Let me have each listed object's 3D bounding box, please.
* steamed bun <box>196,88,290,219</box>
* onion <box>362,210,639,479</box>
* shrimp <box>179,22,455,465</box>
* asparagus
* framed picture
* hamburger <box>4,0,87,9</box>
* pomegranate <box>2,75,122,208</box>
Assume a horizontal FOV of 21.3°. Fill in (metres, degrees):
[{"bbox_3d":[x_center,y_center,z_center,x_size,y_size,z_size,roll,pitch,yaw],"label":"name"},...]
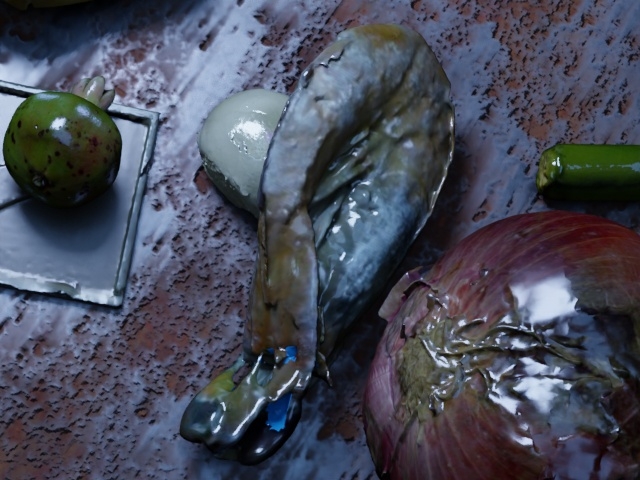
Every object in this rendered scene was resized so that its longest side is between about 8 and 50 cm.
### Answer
[{"bbox_3d":[-0.052,-0.089,1.647,0.112,0.091,0.130,-38,84,-17],"label":"steamed bun"},{"bbox_3d":[0.180,0.147,1.497,0.353,0.353,0.354,2,76,-8],"label":"onion"},{"bbox_3d":[0.000,0.000,1.592,0.110,0.221,0.446,15,78,43],"label":"shrimp"},{"bbox_3d":[0.353,-0.067,1.716,0.277,0.067,0.060,2,49,-12],"label":"asparagus"},{"bbox_3d":[-0.308,-0.057,1.640,0.281,0.019,0.209,13,75,-5],"label":"framed picture"},{"bbox_3d":[-0.248,-0.374,1.647,0.304,0.174,0.284,-17,81,-12],"label":"hamburger"},{"bbox_3d":[-0.233,-0.098,1.602,0.114,0.114,0.142,24,49,-2],"label":"pomegranate"}]
